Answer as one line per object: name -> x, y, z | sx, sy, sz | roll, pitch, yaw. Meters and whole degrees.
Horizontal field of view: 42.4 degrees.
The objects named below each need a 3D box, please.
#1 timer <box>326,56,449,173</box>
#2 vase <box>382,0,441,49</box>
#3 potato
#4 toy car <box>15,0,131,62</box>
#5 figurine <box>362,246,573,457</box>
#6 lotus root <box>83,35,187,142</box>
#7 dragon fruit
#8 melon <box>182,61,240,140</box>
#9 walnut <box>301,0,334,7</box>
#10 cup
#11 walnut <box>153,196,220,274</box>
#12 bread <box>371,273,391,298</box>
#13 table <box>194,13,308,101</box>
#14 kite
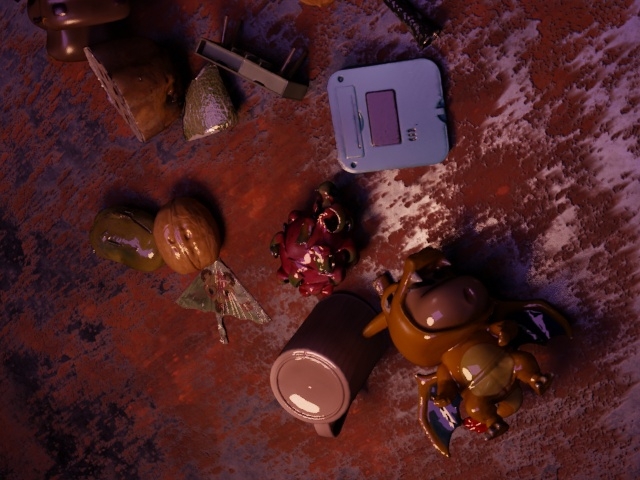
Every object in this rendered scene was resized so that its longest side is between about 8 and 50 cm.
timer -> 0.153, -0.274, 1.799 | 0.249, 0.091, 0.232 | -3, 108, 18
vase -> 0.171, -0.471, 1.699 | 0.167, 0.059, 0.059 | 46, 125, 5
potato -> -0.511, -0.006, 2.225 | 0.248, 0.143, 0.169 | 23, 128, 19
toy car -> -0.567, -0.542, 1.937 | 0.340, 0.271, 0.240 | 26, 130, 60
figurine -> 0.285, 0.243, 1.774 | 0.387, 0.268, 0.401 | 46, 109, 24
lotus root -> -0.421, -0.374, 1.961 | 0.272, 0.192, 0.272 | 57, 164, 26
dragon fruit -> 0.005, 0.005, 1.924 | 0.198, 0.218, 0.273 | 23, 127, -34
melon -> -0.248, -0.318, 1.982 | 0.139, 0.093, 0.203 | 26, 112, 21
walnut -> -0.008, -0.583, 1.691 | 0.159, 0.159, 0.207 | -2, 100, 30
cup -> 0.011, 0.307, 1.984 | 0.208, 0.273, 0.288 | 28, 120, 9
walnut -> -0.343, -0.013, 2.120 | 0.165, 0.165, 0.197 | -4, 111, 31
bread -> 0.157, 0.123, 1.969 | 0.047, 0.036, 0.083 | -29, 96, 32
table -> -0.142, -0.417, 1.868 | 0.240, 0.121, 0.111 | 29, 104, 16
kite -> -0.273, 0.161, 2.240 | 0.322, 0.013, 0.268 | 10, 114, 26
